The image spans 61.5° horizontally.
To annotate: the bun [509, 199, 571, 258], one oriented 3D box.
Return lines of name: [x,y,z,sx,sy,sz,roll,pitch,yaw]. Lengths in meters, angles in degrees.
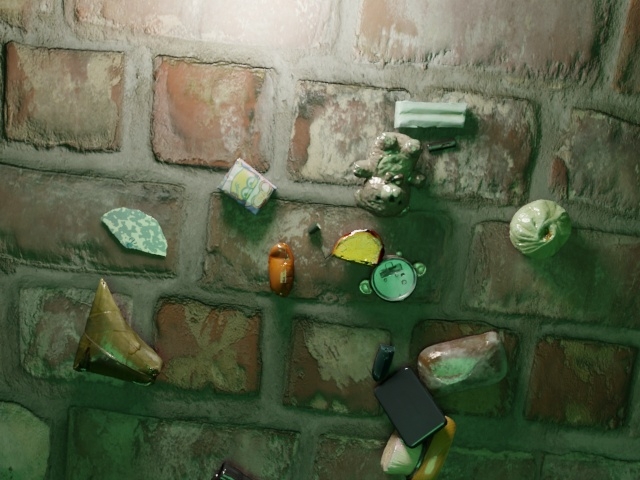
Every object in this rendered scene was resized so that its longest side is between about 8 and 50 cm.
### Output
bun: [0.713,-0.035,1.726,0.195,0.118,0.195,0,96,-3]

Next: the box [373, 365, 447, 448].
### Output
box: [0.295,0.550,1.781,0.160,0.050,0.230,-38,58,5]

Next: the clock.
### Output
clock: [0.239,0.124,1.768,0.229,0.063,0.155,-17,100,0]

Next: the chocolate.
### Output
chocolate: [0.486,0.426,1.809,0.303,0.100,0.185,-15,96,-2]

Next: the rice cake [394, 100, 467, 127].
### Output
rice cake: [0.348,-0.396,1.695,0.226,0.040,0.085,1,99,-1]

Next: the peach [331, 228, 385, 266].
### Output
peach: [0.122,0.031,1.734,0.172,0.092,0.127,-12,87,7]

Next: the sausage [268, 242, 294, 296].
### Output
sausage: [-0.128,0.095,1.749,0.089,0.089,0.179,2,96,-2]

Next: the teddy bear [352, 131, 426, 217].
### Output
teddy bear: [0.212,-0.202,1.671,0.236,0.151,0.267,13,94,-10]

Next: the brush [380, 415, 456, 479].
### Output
brush: [0.332,0.692,1.817,0.166,0.174,0.266,30,89,4]

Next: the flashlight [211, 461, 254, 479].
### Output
flashlight: [-0.182,0.907,1.869,0.424,0.103,0.103,32,97,-6]

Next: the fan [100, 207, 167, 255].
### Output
fan: [-0.597,-0.030,1.751,0.240,0.009,0.131,32,97,-6]

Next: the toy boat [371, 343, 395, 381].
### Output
toy boat: [0.208,0.419,1.819,0.055,0.060,0.141,14,106,-3]

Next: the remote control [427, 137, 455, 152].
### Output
remote control: [0.389,-0.305,1.724,0.091,0.016,0.034,-12,104,1]

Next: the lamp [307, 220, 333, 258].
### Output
lamp: [-0.001,-0.001,1.758,0.054,0.041,0.121,-37,95,13]

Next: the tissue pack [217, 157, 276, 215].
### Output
tissue pack: [-0.231,-0.170,1.708,0.155,0.065,0.115,37,97,-6]

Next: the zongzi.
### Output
zongzi: [-0.626,0.302,1.744,0.274,0.145,0.300,17,92,-8]
